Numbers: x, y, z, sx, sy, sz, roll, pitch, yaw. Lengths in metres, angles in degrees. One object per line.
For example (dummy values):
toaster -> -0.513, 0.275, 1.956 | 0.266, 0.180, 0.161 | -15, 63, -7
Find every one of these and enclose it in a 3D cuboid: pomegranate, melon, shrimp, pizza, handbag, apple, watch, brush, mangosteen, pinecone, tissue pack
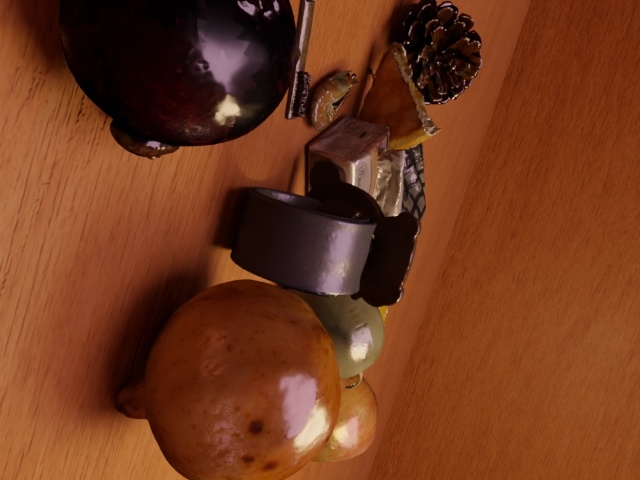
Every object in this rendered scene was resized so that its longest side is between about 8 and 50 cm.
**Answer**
pomegranate -> -0.169, 0.262, 1.114 | 0.410, 0.410, 0.410 | -49, 150, -42
melon -> 0.030, 0.223, 1.602 | 0.272, 0.308, 0.272 | -53, 178, -3
shrimp -> 0.030, -0.337, 1.453 | 0.217, 0.051, 0.115 | -50, 157, -41
pizza -> 0.203, -0.373, 1.593 | 0.075, 0.280, 0.288 | 4, 95, -44
handbag -> 0.227, -0.132, 1.953 | 0.325, 0.162, 0.327 | -55, 146, -41
apple -> 0.035, 0.579, 2.047 | 0.252, 0.314, 0.309 | -33, 174, 27
watch -> 0.000, 0.000, 1.278 | 0.327, 0.335, 0.314 | -4, 112, -60
brush -> -0.035, -0.375, 1.286 | 0.043, 0.036, 0.248 | -37, 141, -60
mangosteen -> -0.181, -0.254, 0.771 | 0.297, 0.293, 0.297 | 0, 91, -47
pinecone -> 0.329, -0.524, 1.710 | 0.296, 0.242, 0.298 | -91, 172, -55
tissue pack -> 0.103, -0.125, 1.567 | 0.238, 0.238, 0.305 | -47, 148, -44

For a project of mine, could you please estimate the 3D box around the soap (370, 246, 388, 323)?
soap -> 0.086, 0.160, 1.822 | 0.259, 0.143, 0.281 | -6, 119, -34
